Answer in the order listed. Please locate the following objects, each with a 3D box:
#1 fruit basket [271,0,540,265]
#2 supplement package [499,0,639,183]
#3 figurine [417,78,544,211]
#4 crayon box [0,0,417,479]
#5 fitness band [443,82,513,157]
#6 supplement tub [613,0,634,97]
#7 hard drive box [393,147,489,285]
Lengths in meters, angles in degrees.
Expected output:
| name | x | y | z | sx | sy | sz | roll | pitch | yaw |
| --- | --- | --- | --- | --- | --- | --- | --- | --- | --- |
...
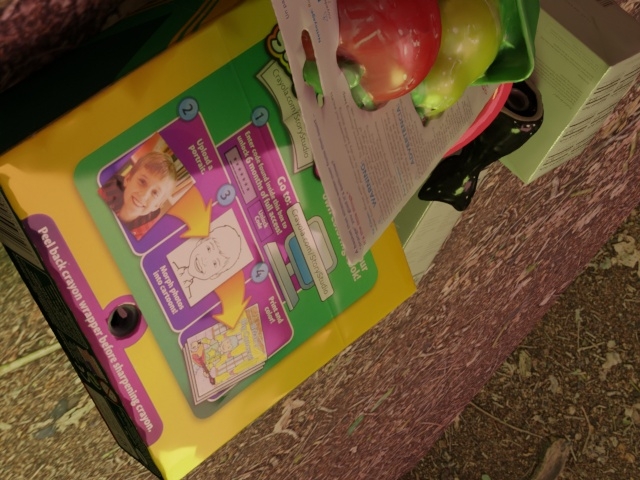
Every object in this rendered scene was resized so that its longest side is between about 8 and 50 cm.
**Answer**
| name | x | y | z | sx | sy | sz | roll | pitch | yaw |
| --- | --- | --- | --- | --- | --- | --- | --- | --- | --- |
| fruit basket | 0.050 | -0.206 | 1.009 | 0.353 | 0.165 | 0.327 | -44 | 127 | -42 |
| supplement package | 0.282 | -0.223 | 1.580 | 0.149 | 0.194 | 0.203 | -27 | 155 | -45 |
| figurine | 0.133 | -0.127 | 1.527 | 0.209 | 0.215 | 0.092 | 122 | -22 | -45 |
| crayon box | -0.101 | -0.019 | 1.080 | 0.313 | 0.106 | 0.363 | -37 | 127 | -23 |
| fitness band | 0.106 | -0.204 | 1.322 | 0.209 | 0.054 | 0.291 | -29 | 137 | -7 |
| supplement tub | 0.383 | -0.268 | 1.780 | 0.144 | 0.144 | 0.200 | -48 | 162 | 9 |
| hard drive box | 0.121 | -0.026 | 1.755 | 0.181 | 0.089 | 0.232 | -20 | 145 | -60 |
